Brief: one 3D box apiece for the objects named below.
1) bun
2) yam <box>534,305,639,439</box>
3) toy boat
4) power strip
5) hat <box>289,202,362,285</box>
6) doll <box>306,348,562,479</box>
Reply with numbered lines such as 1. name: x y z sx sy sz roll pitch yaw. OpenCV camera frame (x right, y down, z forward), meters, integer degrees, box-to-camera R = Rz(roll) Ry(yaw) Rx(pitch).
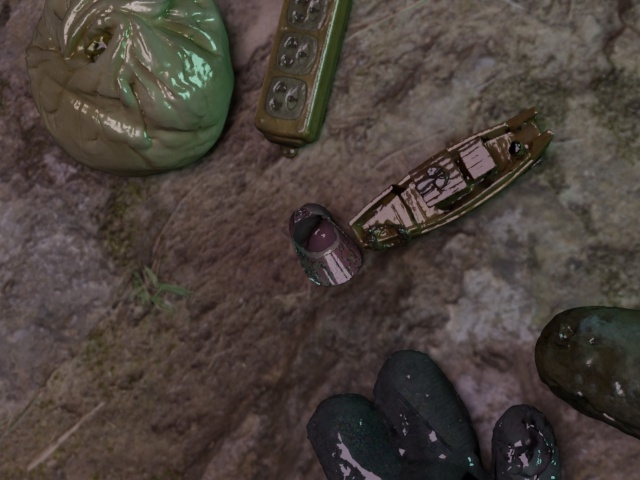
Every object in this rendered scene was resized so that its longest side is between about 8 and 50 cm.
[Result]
1. bun: -0.200 -0.181 1.188 0.229 0.145 0.230 -3 80 17
2. yam: 0.335 0.132 0.951 0.330 0.133 0.133 15 87 27
3. toy boat: 0.121 -0.056 1.083 0.206 0.072 0.064 -33 74 14
4. power strip: -0.005 -0.235 1.173 0.064 0.044 0.306 12 86 23
5. hat: 0.002 0.002 1.141 0.058 0.042 0.087 -37 105 15
6. doll: 0.109 0.248 0.994 0.245 0.158 0.340 -30 69 1
